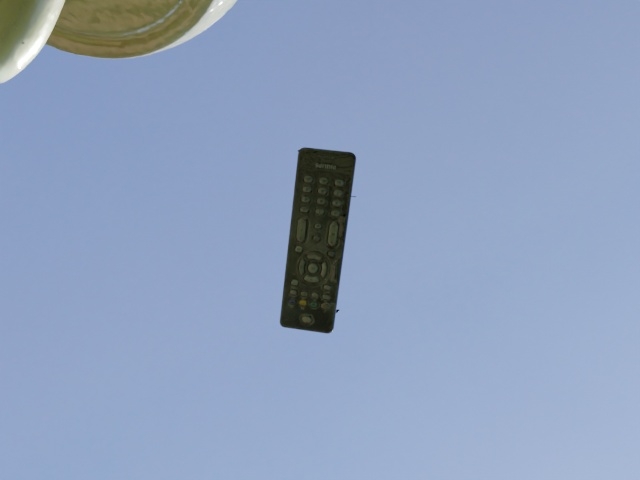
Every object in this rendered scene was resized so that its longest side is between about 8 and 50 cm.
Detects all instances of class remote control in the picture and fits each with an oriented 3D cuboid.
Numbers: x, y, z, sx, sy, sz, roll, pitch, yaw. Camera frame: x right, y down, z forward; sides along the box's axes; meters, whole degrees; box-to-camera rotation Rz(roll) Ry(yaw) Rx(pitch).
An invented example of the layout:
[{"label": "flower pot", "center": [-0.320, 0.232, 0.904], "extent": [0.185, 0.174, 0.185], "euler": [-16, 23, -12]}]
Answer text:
[{"label": "remote control", "center": [0.000, 0.000, 0.681], "extent": [0.034, 0.016, 0.091], "euler": [7, -90, 14]}]

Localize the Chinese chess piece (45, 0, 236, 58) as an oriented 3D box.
[{"label": "Chinese chess piece", "center": [-0.156, -0.241, 0.929], "extent": [0.250, 0.101, 0.250], "euler": [10, -45, 10]}]

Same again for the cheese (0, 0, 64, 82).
[{"label": "cheese", "center": [-0.169, -0.218, 0.750], "extent": [0.251, 0.127, 0.054], "euler": [-62, -165, 4]}]
